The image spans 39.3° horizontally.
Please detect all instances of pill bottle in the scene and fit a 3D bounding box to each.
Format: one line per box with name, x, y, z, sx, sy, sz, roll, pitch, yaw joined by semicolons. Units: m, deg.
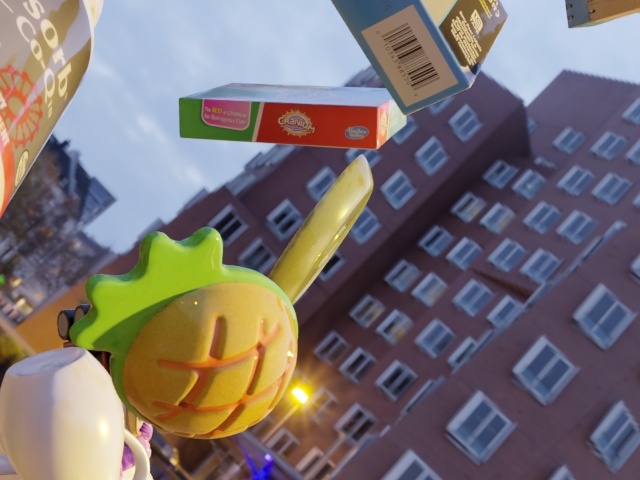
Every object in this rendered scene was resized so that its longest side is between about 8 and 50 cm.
pill bottle;-0.303;-0.150;0.716;0.210;0.210;0.363;55;22;-29

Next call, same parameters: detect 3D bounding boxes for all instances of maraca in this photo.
maraca;-0.080;0.063;0.576;0.099;0.127;0.185;44;-9;41

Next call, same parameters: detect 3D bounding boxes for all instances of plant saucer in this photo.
plant saucer;0.000;0.000;1.132;0.037;0.241;0.241;35;-18;6

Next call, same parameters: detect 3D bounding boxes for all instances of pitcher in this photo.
pitcher;-0.257;0.217;0.973;0.125;0.178;0.207;-6;-77;22

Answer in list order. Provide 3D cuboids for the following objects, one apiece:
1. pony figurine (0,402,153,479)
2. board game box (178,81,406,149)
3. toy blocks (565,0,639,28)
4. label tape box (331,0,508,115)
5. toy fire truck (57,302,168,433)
pony figurine;-0.368;0.371;1.317;0.303;0.363;0.351;-124;-162;-72
board game box;-0.036;-0.207;1.451;0.316;0.242;0.064;5;-73;14
toy blocks;0.443;-0.470;1.276;0.261;0.191;0.381;-176;-104;-67
label tape box;0.140;-0.363;1.205;0.115;0.347;0.249;-20;-66;38
toy fire truck;-0.360;0.235;1.626;0.217;0.158;0.246;-16;-102;50
